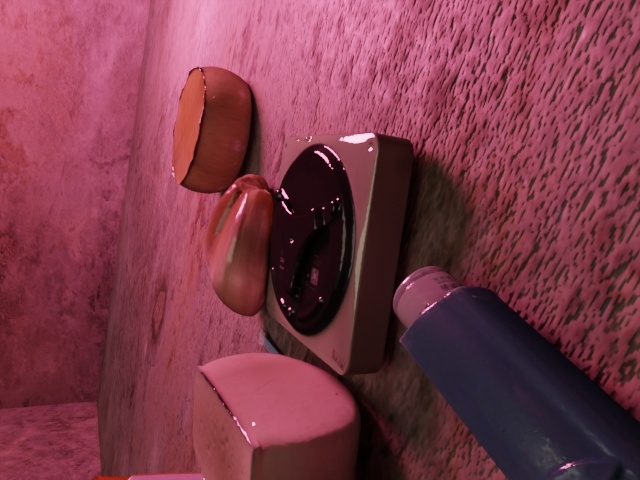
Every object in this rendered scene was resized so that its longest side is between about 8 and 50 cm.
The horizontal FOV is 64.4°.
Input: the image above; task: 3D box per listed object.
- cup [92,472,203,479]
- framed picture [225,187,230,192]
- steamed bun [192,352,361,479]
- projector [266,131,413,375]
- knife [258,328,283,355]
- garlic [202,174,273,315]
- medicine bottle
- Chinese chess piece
[{"bbox_3d":[-0.302,0.514,0.955,0.226,0.263,0.182,-59,29,22],"label":"cup"},{"bbox_3d":[-0.196,-0.012,1.065,0.142,0.011,0.183,59,136,47],"label":"framed picture"},{"bbox_3d":[-0.046,0.232,0.598,0.241,0.164,0.147,18,104,59],"label":"steamed bun"},{"bbox_3d":[0.000,0.000,0.630,0.257,0.079,0.259,20,105,63],"label":"projector"},{"bbox_3d":[-0.079,0.175,0.828,0.096,0.010,0.027,34,116,55],"label":"knife"},{"bbox_3d":[-0.134,0.016,0.824,0.217,0.110,0.228,-131,44,-69],"label":"garlic"},{"bbox_3d":[0.135,0.124,0.368,0.258,0.079,0.124,55,134,50],"label":"medicine bottle"},{"bbox_3d":[-0.230,-0.225,1.049,0.257,0.104,0.257,-25,61,58],"label":"Chinese chess piece"}]
